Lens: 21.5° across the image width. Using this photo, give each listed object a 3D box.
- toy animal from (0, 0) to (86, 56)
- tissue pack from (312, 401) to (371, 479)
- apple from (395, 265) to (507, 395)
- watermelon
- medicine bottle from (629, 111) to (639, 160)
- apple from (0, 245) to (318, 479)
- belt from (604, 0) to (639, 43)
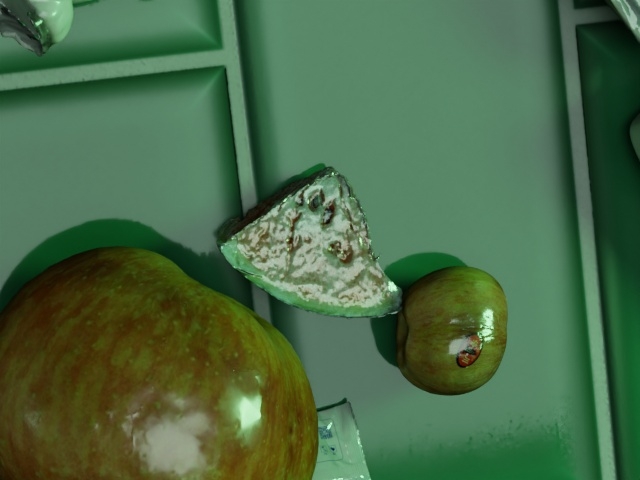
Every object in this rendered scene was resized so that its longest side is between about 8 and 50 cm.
[{"bbox_3d":[-0.171,-0.341,1.504,0.357,0.194,0.258,-39,76,-19],"label":"toy animal"},{"bbox_3d":[-0.048,0.235,1.623,0.193,0.026,0.122,-13,65,-8],"label":"tissue pack"},{"bbox_3d":[0.124,0.086,1.611,0.102,0.126,0.126,3,96,-4],"label":"apple"},{"bbox_3d":[0.000,0.000,1.614,0.187,0.071,0.139,21,86,-2],"label":"watermelon"},{"bbox_3d":[0.463,-0.036,1.652,0.179,0.124,0.324,-40,102,-7],"label":"medicine bottle"},{"bbox_3d":[-0.150,0.134,1.500,0.309,0.277,0.250,12,79,-17],"label":"apple"},{"bbox_3d":[0.312,-0.265,1.576,0.139,0.126,0.230,-39,94,18],"label":"belt"}]
